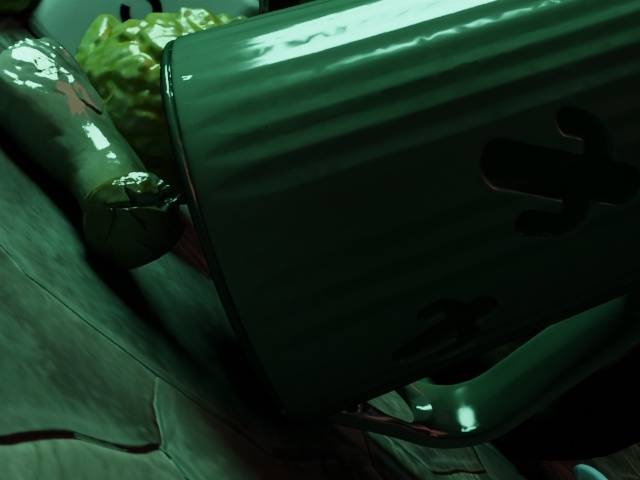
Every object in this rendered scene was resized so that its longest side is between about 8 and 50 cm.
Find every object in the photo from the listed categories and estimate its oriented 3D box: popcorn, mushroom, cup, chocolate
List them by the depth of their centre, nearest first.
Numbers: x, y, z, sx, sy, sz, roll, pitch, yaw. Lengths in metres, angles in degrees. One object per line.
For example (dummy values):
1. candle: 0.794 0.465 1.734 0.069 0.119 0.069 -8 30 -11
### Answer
1. mushroom: -0.180 -0.064 1.064 0.223 0.081 0.092 51 -8 30
2. cup: 0.105 -0.040 1.095 0.401 0.392 0.310 59 14 -63
3. popcorn: -0.146 -0.124 1.267 0.185 0.167 0.187 11 -12 -29
4. chocolate: 0.278 0.096 1.675 0.383 0.383 0.331 27 36 -64

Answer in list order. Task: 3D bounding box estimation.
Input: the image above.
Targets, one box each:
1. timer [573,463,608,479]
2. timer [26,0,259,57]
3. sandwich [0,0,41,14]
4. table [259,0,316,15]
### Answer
1. timer: 0.276 0.300 1.267 0.175 0.175 0.255 39 -18 -30
2. timer: -0.178 -0.246 1.570 0.194 0.195 0.192 45 8 3
3. sandwich: -0.350 -0.283 1.435 0.245 0.063 0.212 36 15 -39
4. table: 0.072 -0.204 1.518 0.250 0.196 0.282 0 -7 7
